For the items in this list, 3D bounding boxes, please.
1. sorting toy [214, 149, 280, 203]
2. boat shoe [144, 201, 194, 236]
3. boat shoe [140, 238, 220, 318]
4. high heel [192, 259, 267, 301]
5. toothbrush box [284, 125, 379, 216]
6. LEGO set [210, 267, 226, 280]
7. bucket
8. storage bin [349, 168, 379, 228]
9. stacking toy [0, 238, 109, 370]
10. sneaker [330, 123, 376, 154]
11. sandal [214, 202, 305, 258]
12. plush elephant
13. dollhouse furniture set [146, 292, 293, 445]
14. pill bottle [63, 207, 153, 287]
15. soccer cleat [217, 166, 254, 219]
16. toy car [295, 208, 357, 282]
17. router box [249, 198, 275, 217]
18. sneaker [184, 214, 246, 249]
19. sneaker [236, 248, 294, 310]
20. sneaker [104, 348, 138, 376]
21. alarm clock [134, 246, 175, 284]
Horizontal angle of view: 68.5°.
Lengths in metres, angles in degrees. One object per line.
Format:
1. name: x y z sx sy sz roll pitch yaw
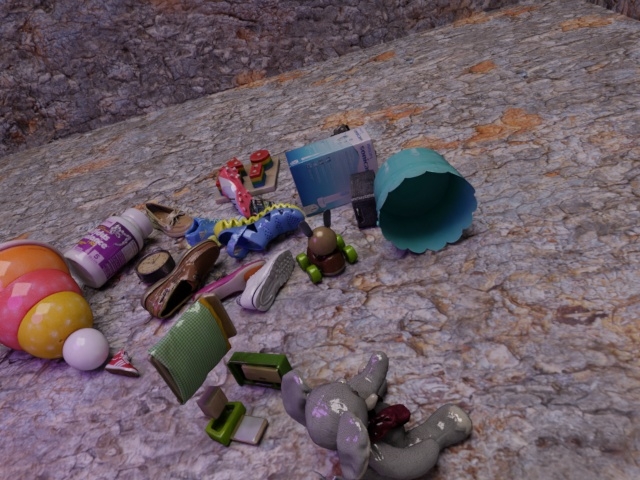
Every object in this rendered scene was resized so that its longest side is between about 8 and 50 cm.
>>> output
1. sorting toy: -0.314 -0.284 1.979 0.257 0.089 0.255 -12 36 10
2. boat shoe: -0.598 -0.086 1.848 0.285 0.089 0.104 11 45 35
3. boat shoe: -0.417 0.127 1.489 0.104 0.111 0.307 23 63 38
4. high heel: -0.280 0.129 1.448 0.244 0.082 0.117 -43 36 -20
5. toothbrush box: 0.050 -0.241 1.651 0.295 0.216 0.126 -19 36 2
6. LEGO set: -0.317 0.117 1.521 0.083 0.023 0.054 23 54 26
7. bucket: 0.286 -0.120 1.349 0.281 0.281 0.183 -15 35 5
8. storage bin: 0.152 -0.138 1.549 0.084 0.122 0.180 -11 37 11
9. stacking toy: -0.814 0.237 1.402 0.480 0.351 0.350 27 55 26
10. sneaker: 0.122 -0.391 1.890 0.087 0.130 0.227 -39 43 -23
11. sandal: -0.199 -0.022 1.577 0.317 0.126 0.138 -19 50 7
12. plush elephant: 0.071 0.324 0.870 0.330 0.255 0.272 -38 40 -24
13. dollhouse furniture set: -0.196 0.278 1.010 0.151 0.302 0.197 -1 37 28
14. pill bottle: -0.766 0.017 1.724 0.169 0.169 0.301 8 44 32
15. soccer cleat: -0.325 -0.173 1.810 0.083 0.095 0.248 -6 60 -48
16. toy car: 0.000 0.000 1.381 0.155 0.188 0.149 -29 37 -13
17. router box: -0.206 -0.102 1.704 0.092 0.038 0.122 5 32 -19
18. sneaker: -0.372 -0.044 1.661 0.240 0.126 0.091 -39 40 -24
19. sneaker: -0.162 0.109 1.409 0.094 0.090 0.235 -2 37 37
20. sneaker: -0.540 0.340 1.308 0.118 0.042 0.067 0 43 28
21. alarm clock: -0.574 0.082 1.642 0.129 0.064 0.192 -20 38 -1
